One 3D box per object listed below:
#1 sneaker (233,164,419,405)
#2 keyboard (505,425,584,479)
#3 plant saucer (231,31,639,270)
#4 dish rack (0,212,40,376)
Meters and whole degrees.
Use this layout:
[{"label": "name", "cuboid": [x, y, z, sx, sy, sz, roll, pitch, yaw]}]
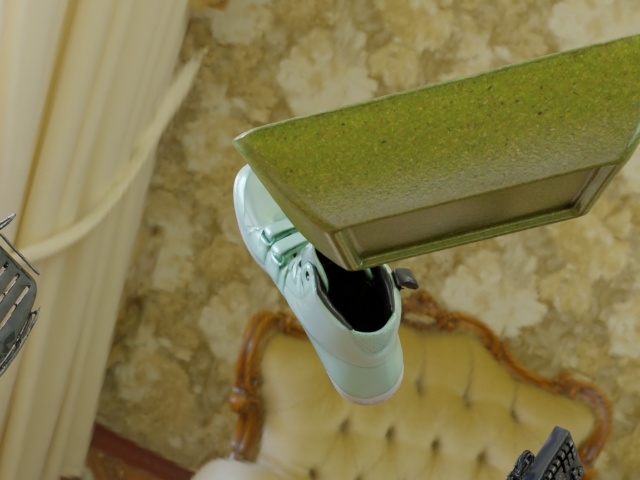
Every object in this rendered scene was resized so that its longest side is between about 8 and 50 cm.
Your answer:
[{"label": "sneaker", "cuboid": [0.001, 0.000, 0.906, 0.094, 0.151, 0.256, -25, 63, -13]}, {"label": "keyboard", "cuboid": [0.225, 0.280, 1.149, 0.023, 0.108, 0.180, 3, 41, 46]}, {"label": "plant saucer", "cuboid": [0.067, -0.029, 0.519, 0.188, 0.045, 0.188, -14, -11, 4]}, {"label": "dish rack", "cuboid": [-0.332, -0.004, 0.862, 0.271, 0.074, 0.208, 50, 32, -20]}]
